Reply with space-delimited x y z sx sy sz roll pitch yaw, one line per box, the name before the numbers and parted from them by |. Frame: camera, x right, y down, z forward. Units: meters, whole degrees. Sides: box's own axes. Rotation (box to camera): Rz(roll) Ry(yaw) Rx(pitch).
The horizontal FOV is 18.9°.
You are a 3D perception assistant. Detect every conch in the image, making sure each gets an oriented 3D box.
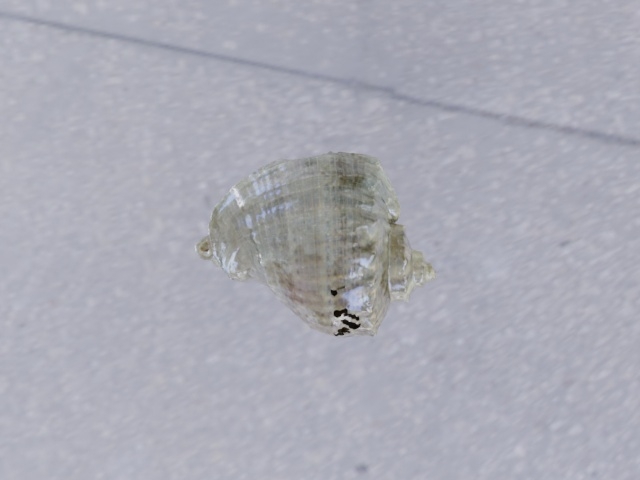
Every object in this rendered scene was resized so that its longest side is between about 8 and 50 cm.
conch | 0.000 0.000 1.635 0.207 0.130 0.155 11 79 -3
